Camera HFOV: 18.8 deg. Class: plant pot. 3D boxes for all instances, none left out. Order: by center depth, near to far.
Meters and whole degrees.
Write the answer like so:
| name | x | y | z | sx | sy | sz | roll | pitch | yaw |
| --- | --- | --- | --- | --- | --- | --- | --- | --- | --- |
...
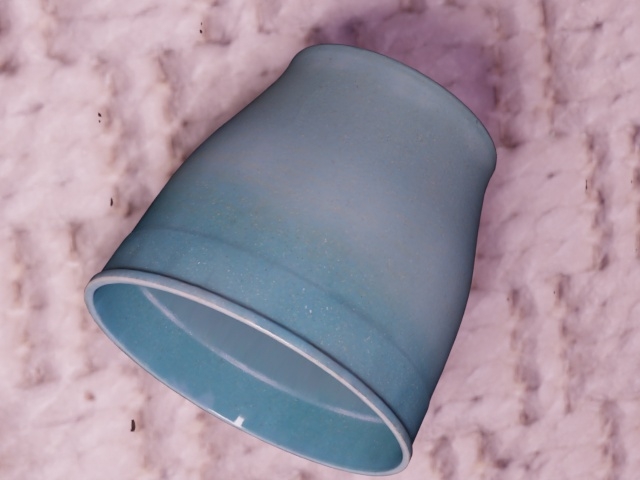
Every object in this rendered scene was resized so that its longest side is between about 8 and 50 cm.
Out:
| name | x | y | z | sx | sy | sz | roll | pitch | yaw |
| --- | --- | --- | --- | --- | --- | --- | --- | --- | --- |
| plant pot | 0.000 | 0.000 | 1.465 | 0.272 | 0.272 | 0.255 | 38 | 68 | -26 |
